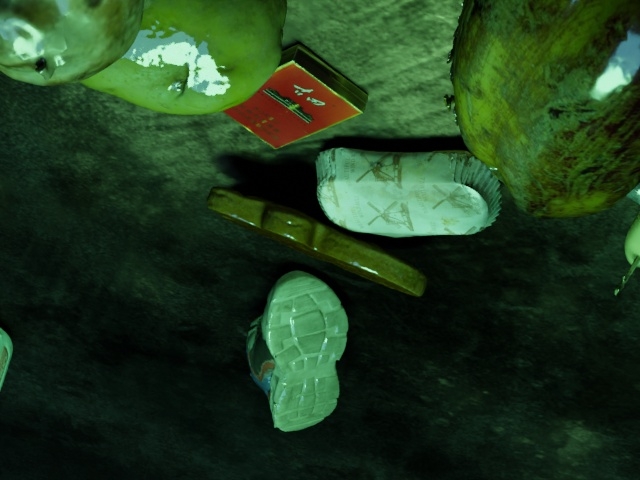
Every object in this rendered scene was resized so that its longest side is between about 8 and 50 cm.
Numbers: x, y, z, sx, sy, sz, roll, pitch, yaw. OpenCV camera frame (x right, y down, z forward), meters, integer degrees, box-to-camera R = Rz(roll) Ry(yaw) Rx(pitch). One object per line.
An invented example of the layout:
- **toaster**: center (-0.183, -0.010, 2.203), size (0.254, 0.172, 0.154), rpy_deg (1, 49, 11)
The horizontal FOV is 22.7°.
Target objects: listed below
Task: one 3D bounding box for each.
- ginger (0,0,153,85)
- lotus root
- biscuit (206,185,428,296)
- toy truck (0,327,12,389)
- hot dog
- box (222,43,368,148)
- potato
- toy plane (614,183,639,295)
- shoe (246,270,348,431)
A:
- **ginger**: center (-0.227, -0.263, 1.120), size (0.375, 0.256, 0.176), rpy_deg (32, 160, 32)
- **lotus root**: center (0.195, -0.140, 1.173), size (0.196, 0.179, 0.397), rpy_deg (35, 157, 6)
- **biscuit**: center (0.000, 0.000, 1.632), size (0.236, 0.039, 0.180), rpy_deg (24, 176, 9)
- **toy truck**: center (-0.530, 0.111, 2.078), size (0.162, 0.136, 0.305), rpy_deg (-12, 138, 28)
- **hot dog**: center (0.083, -0.047, 1.537), size (0.191, 0.059, 0.108), rpy_deg (4, 135, 30)
- **box**: center (-0.032, -0.132, 1.488), size (0.090, 0.023, 0.133), rpy_deg (34, 148, -30)
- **potato**: center (-0.129, -0.183, 1.330), size (0.200, 0.137, 0.154), rpy_deg (13, 162, -6)
- **toy plane**: center (0.314, -0.036, 1.388), size (0.242, 0.104, 0.256), rpy_deg (32, 145, 6)
- **shoe**: center (-0.035, 0.110, 1.862), size (0.099, 0.125, 0.227), rpy_deg (-12, 129, -18)
